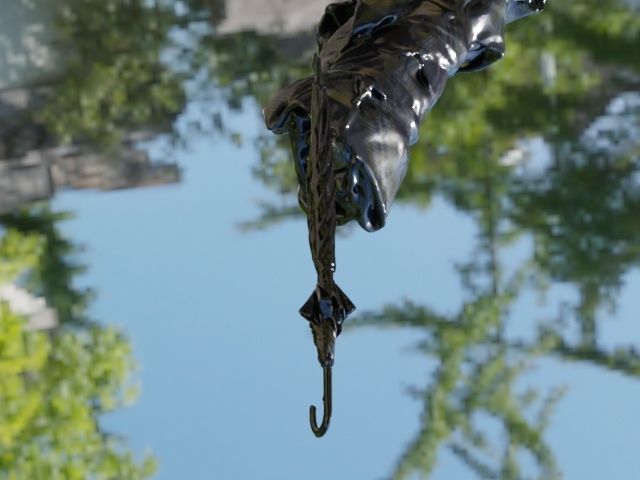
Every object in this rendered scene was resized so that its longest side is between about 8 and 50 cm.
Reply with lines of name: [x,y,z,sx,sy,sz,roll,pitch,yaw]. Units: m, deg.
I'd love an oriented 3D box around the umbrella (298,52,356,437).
umbrella: [0.002,-0.001,0.680,0.022,0.149,0.022,4,169,-22]

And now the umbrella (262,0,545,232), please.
umbrella: [0.045,-0.099,0.877,0.071,0.080,0.224,9,-137,34]
